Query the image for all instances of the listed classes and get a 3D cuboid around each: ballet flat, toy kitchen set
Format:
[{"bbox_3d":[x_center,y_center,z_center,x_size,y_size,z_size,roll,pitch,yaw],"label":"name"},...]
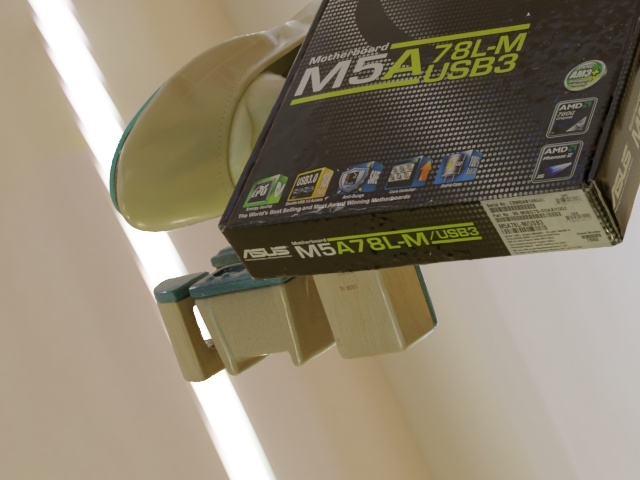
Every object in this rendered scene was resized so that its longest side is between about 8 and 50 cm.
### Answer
[{"bbox_3d":[-0.015,-0.074,1.061,0.086,0.086,0.248,58,-139,-10],"label":"ballet flat"},{"bbox_3d":[0.000,0.000,1.312,0.166,0.207,0.122,-30,-76,-50],"label":"toy kitchen set"}]

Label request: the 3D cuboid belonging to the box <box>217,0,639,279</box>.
[{"bbox_3d":[0.067,-0.066,0.921,0.045,0.191,0.184,56,-138,-37],"label":"box"}]
